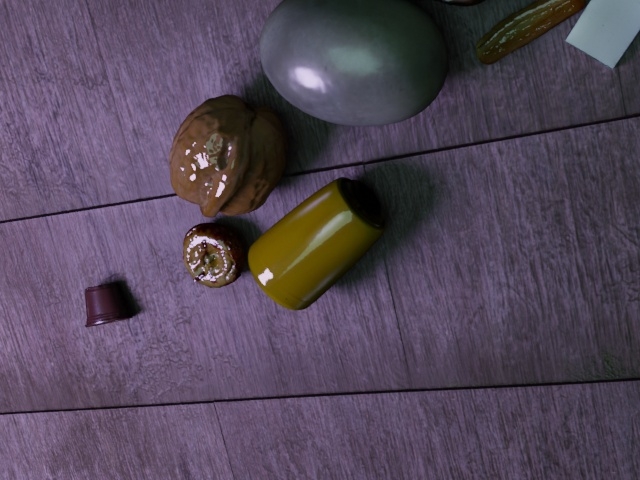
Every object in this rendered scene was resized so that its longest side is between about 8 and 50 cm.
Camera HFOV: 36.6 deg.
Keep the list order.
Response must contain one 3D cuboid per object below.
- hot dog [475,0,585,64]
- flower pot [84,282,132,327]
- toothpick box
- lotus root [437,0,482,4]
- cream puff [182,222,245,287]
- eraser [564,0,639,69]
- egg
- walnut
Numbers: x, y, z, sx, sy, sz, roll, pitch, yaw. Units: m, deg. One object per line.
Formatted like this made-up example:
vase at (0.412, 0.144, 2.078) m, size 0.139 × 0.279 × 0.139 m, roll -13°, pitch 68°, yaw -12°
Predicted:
hot dog at (0.371, -0.392, 1.740) m, size 0.215 × 0.047 × 0.066 m, roll -32°, pitch 130°, yaw 27°
flower pot at (-0.493, 0.145, 2.220) m, size 0.111 × 0.111 × 0.089 m, roll -14°, pitch 86°, yaw 24°
toothpick box at (0.000, 0.000, 1.939) m, size 0.271 × 0.175 × 0.175 m, roll -41°, pitch 90°, yaw 24°
lotus root at (0.187, -0.583, 1.666) m, size 0.375 × 0.111 × 0.390 m, roll -28°, pitch 95°, yaw 6°
cream puff at (-0.226, 0.029, 2.083) m, size 0.149 × 0.084 × 0.149 m, roll 8°, pitch 111°, yaw 22°
eraser at (0.512, -0.389, 1.700) m, size 0.104 × 0.023 × 0.150 m, roll 34°, pitch 115°, yaw 7°
egg at (0.059, -0.337, 1.759) m, size 0.352 × 0.258 × 0.258 m, roll 19°, pitch 113°, yaw 22°
walnut at (-0.186, -0.159, 1.934) m, size 0.224 × 0.257 × 0.257 m, roll 17°, pitch 116°, yaw -20°
